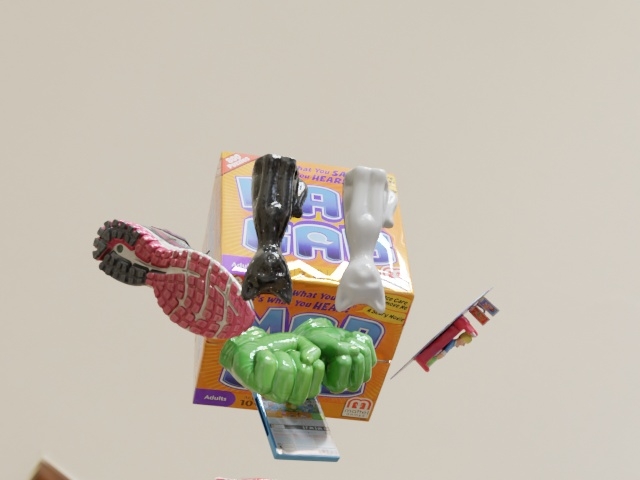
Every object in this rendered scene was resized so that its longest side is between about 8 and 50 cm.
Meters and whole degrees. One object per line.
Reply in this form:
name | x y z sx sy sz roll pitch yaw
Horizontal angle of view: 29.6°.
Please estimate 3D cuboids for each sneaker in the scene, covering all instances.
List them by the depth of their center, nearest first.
sneaker | -0.215 0.049 1.898 0.112 0.299 0.121 2 -63 -60

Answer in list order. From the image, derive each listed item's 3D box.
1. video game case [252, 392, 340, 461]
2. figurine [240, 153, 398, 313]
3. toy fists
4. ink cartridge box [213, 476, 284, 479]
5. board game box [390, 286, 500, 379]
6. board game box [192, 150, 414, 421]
video game case | -0.045 0.291 1.983 0.119 0.166 0.015 8 -51 -30
figurine | 0.000 0.000 1.697 0.092 0.215 0.209 104 172 -65
toy fists | -0.023 0.192 1.953 0.279 0.142 0.096 -4 -59 -48
ink cartridge box | -0.026 0.347 1.401 0.078 0.231 0.134 152 126 -71
board game box | 0.156 0.125 1.467 0.133 0.033 0.168 -33 -13 -46
board game box | -0.048 0.091 2.368 0.356 0.356 0.356 -95 15 -48
